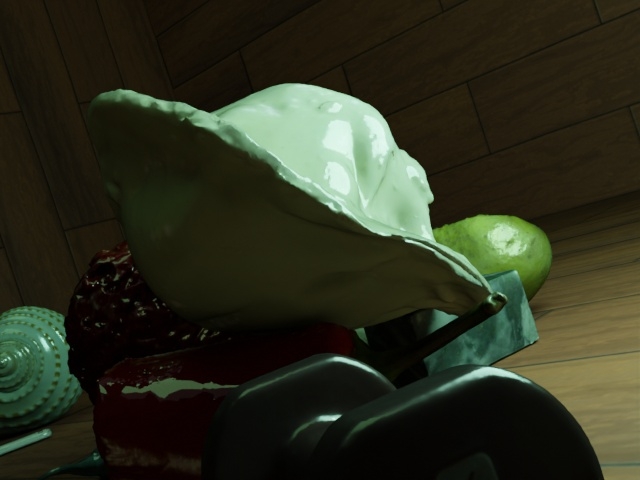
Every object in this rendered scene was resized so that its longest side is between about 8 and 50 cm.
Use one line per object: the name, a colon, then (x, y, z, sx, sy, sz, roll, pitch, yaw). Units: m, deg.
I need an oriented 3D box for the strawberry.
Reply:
strawberry: (-0.119, 0.105, 0.921, 0.274, 0.274, 0.220, -19, 15, -31)

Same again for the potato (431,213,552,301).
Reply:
potato: (0.179, 0.069, 1.149, 0.272, 0.160, 0.111, -20, 42, 31)

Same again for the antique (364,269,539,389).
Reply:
antique: (0.150, 0.097, 0.950, 0.183, 0.086, 0.088, -19, 2, -34)

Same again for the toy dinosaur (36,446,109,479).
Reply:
toy dinosaur: (-0.229, 0.246, 0.988, 0.080, 0.045, 0.197, -31, -15, 39)

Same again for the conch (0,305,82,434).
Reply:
conch: (-0.592, 0.271, 1.668, 0.303, 0.215, 0.319, -13, -31, -5)

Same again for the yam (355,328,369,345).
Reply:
yam: (0.012, 0.127, 1.089, 0.330, 0.133, 0.133, -13, 3, 24)

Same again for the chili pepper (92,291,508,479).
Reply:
chili pepper: (-0.007, 0.134, 0.717, 0.338, 0.131, 0.134, -12, 1, 6)

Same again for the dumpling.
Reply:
dumpling: (0.000, 0.000, 0.737, 0.395, 0.233, 0.316, 34, -7, -40)

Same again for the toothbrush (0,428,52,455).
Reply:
toothbrush: (-0.635, 0.375, 1.413, 0.386, 0.040, 0.040, -18, 1, -20)

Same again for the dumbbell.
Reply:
dumbbell: (0.026, 0.127, 0.435, 0.140, 0.124, 0.225, -20, 1, -21)
